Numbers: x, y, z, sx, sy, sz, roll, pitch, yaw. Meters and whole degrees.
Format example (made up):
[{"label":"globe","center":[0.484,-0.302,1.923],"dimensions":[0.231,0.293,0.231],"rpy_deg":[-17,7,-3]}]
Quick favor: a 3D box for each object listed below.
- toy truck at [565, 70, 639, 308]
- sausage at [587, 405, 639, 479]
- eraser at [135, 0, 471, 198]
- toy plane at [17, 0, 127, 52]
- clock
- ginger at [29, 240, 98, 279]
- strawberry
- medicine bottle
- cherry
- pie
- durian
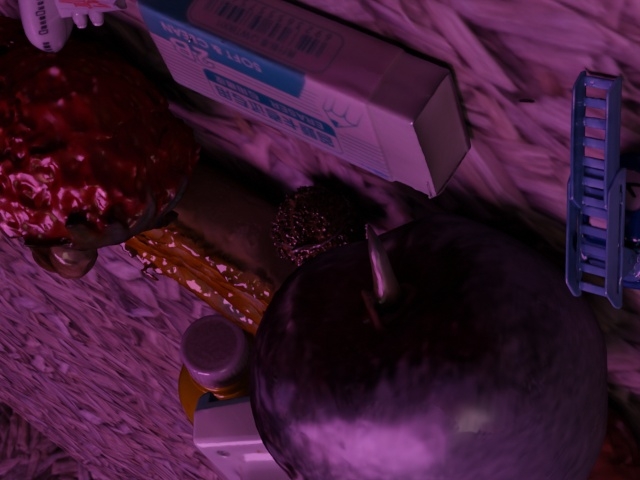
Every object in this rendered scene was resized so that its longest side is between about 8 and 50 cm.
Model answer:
[{"label":"toy truck","center":[0.176,-0.034,1.048],"dimensions":[0.063,0.074,0.136],"rpy_deg":[15,113,43]},{"label":"sausage","center":[0.186,0.210,1.522],"dimensions":[0.152,0.152,0.280],"rpy_deg":[33,163,3]},{"label":"eraser","center":[-0.013,-0.109,1.192],"dimensions":[0.225,0.052,0.095],"rpy_deg":[25,159,26]},{"label":"toy plane","center":[-0.198,-0.190,1.291],"dimensions":[0.162,0.065,0.171],"rpy_deg":[29,164,15]},{"label":"clock","center":[0.025,0.246,1.828],"dimensions":[0.231,0.116,0.262],"rpy_deg":[-10,141,23]},{"label":"ginger","center":[-0.252,-0.075,1.531],"dimensions":[0.333,0.080,0.166],"rpy_deg":[56,164,28]},{"label":"strawberry","center":[-0.199,-0.107,1.392],"dimensions":[0.236,0.190,0.111],"rpy_deg":[50,145,23]},{"label":"medicine bottle","center":[-0.090,0.150,1.906],"dimensions":[0.121,0.122,0.212],"rpy_deg":[27,161,21]},{"label":"cherry","center":[0.080,0.103,1.292],"dimensions":[0.255,0.218,0.296],"rpy_deg":[-12,138,21]},{"label":"pie","center":[-0.089,0.008,1.597],"dimensions":[0.315,0.092,0.315],"rpy_deg":[32,168,8]},{"label":"durian","center":[0.000,0.000,1.414],"dimensions":[0.080,0.080,0.091],"rpy_deg":[21,138,37]}]
